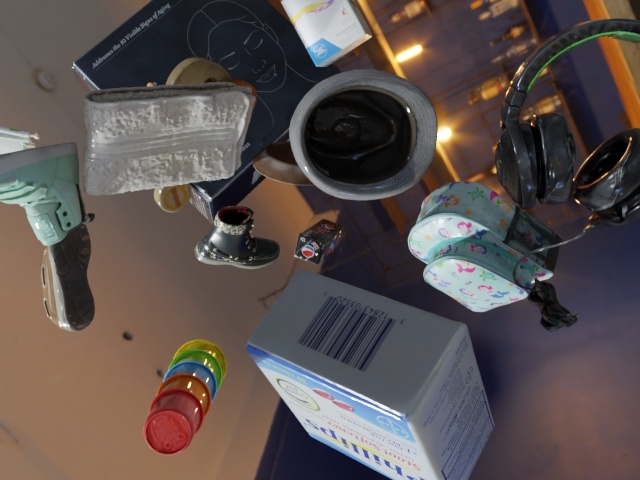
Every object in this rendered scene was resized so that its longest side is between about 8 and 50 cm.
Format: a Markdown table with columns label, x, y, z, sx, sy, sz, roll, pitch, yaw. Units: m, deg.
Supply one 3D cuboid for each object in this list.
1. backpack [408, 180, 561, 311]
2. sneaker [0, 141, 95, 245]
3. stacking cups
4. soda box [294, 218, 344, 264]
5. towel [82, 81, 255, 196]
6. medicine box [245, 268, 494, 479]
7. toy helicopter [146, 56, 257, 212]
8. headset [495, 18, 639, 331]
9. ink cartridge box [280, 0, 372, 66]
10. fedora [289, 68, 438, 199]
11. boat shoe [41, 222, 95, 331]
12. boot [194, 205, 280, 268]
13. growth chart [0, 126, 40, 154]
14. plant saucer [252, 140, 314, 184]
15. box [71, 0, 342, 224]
| label | x | y | z | sx | sy | sz | roll | pitch | yaw |
| --- | --- | --- | --- | --- | --- | --- | --- | --- | --- |
| backpack | 0.300 | 0.010 | 1.203 | 0.253 | 0.225 | 0.191 | 37 | -118 | -9 |
| sneaker | -0.427 | -0.058 | 0.913 | 0.256 | 0.094 | 0.151 | -48 | -49 | -71 |
| stacking cups | -0.205 | 0.223 | 0.925 | 0.316 | 0.096 | 0.096 | -145 | 30 | -87 |
| soda box | 0.000 | 0.000 | 1.376 | 0.169 | 0.060 | 0.053 | -38 | -35 | -66 |
| towel | -0.243 | -0.164 | 1.007 | 0.282 | 0.187 | 0.049 | -14 | -129 | -34 |
| medicine box | 0.079 | 0.210 | 0.877 | 0.149 | 0.263 | 0.289 | -53 | -40 | -26 |
| toy helicopter | -0.303 | -0.223 | 1.350 | 0.235 | 0.355 | 0.140 | -3 | -148 | -47 |
| headset | 0.348 | -0.083 | 0.812 | 0.185 | 0.243 | 0.394 | -69 | -9 | -68 |
| ink cartridge box | -0.002 | -0.518 | 1.361 | 0.231 | 0.134 | 0.078 | 60 | -158 | -4 |
| fedora | 0.075 | -0.207 | 1.192 | 0.124 | 0.275 | 0.244 | -111 | 17 | -69 |
| boat shoe | -0.667 | 0.072 | 1.585 | 0.123 | 0.116 | 0.325 | -1 | -92 | -59 |
| boot | -0.189 | -0.007 | 1.598 | 0.236 | 0.179 | 0.085 | 2 | -125 | -29 |
| growth chart | -0.796 | -0.193 | 1.529 | 0.171 | 0.237 | 0.021 | 14 | -138 | -19 |
| plant saucer | -0.053 | -0.183 | 1.399 | 0.199 | 0.198 | 0.036 | -66 | -13 | -60 |
| box | -0.277 | -0.386 | 1.620 | 0.472 | 0.480 | 0.297 | 45 | 167 | 2 |
